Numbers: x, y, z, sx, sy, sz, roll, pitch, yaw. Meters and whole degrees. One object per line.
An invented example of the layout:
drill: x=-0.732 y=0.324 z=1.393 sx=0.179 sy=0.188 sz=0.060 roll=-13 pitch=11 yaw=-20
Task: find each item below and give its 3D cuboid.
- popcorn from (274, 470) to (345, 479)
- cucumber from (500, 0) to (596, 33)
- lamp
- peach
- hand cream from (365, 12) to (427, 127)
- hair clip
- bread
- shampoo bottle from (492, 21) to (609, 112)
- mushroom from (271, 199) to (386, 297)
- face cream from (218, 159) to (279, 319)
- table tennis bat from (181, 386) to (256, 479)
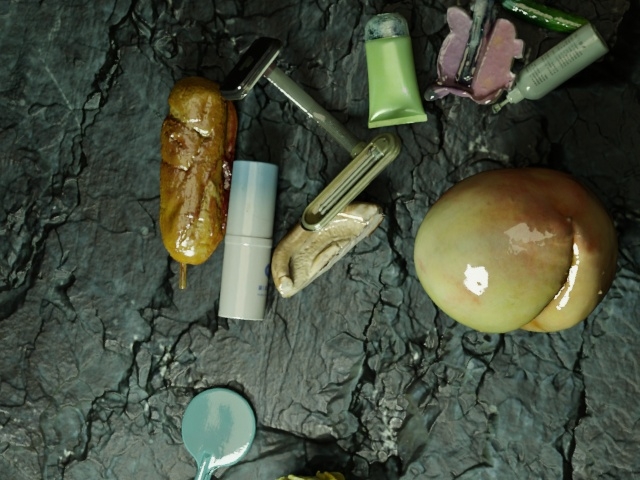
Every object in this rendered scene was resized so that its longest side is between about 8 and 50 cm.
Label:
popcorn: x=-0.026 y=0.419 z=1.832 sx=0.135 sy=0.141 sz=0.162 roll=17 pitch=67 yaw=46
cucumber: x=0.344 y=-0.348 z=1.823 sx=0.168 sy=0.039 sz=0.039 roll=19 pitch=92 yaw=7
lamp: x=-0.045 y=-0.162 z=1.833 sx=0.283 sy=0.124 sz=0.203 roll=40 pitch=84 yaw=-5
peach: x=0.287 y=0.009 z=1.695 sx=0.292 sy=0.292 sz=0.247 roll=-8 pitch=61 yaw=10
hand cream: x=0.112 y=-0.270 z=1.863 sx=0.095 sy=0.046 sz=0.175 roll=-7 pitch=94 yaw=9
hair clip: x=0.245 y=-0.297 z=1.820 sx=0.146 sy=0.056 sz=0.187 roll=16 pitch=102 yaw=31
bread: x=-0.205 y=-0.093 z=1.895 sx=0.124 sy=0.084 sz=0.344 roll=5 pitch=90 yaw=11
shampoo bottle: x=0.346 y=-0.257 z=1.808 sx=0.195 sy=0.056 sz=0.056 roll=-34 pitch=83 yaw=21
mushroom: x=0.001 y=-0.001 z=1.862 sx=0.210 sy=0.072 sz=0.094 roll=-44 pitch=84 yaw=1
face cream: x=-0.114 y=-0.001 z=1.880 sx=0.077 sy=0.077 sz=0.250 roll=5 pitch=90 yaw=10
table tennis bat: x=-0.177 y=0.337 z=1.910 sx=0.124 sy=0.033 sz=0.201 roll=17 pitch=90 yaw=12
